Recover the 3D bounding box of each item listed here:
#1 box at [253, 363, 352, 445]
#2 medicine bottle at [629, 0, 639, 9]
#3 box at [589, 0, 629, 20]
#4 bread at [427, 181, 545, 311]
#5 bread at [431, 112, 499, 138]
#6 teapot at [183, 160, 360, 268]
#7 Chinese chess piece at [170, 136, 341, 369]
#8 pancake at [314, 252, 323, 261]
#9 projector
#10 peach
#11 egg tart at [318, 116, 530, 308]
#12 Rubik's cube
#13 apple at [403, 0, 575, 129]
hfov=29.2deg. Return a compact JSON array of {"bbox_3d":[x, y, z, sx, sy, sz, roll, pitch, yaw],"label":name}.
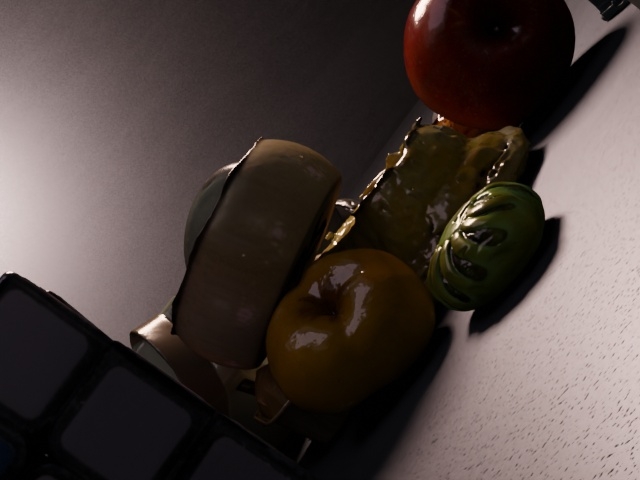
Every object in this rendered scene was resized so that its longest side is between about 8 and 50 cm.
[{"bbox_3d":[-0.023,0.166,1.346,0.111,0.111,0.177,-53,3,-11],"label":"box"},{"bbox_3d":[0.340,-0.309,1.324,0.055,0.118,0.074,-53,5,-33],"label":"medicine bottle"},{"bbox_3d":[0.384,-0.342,1.586,0.099,0.054,0.074,-54,2,-16],"label":"box"},{"bbox_3d":[0.148,0.001,1.100,0.130,0.071,0.139,-55,1,44],"label":"bread"},{"bbox_3d":[0.228,-0.181,1.798,0.139,0.095,0.269,-49,-10,10],"label":"bread"},{"bbox_3d":[-0.012,-0.015,1.821,0.285,0.223,0.305,11,-47,-45],"label":"teapot"},{"bbox_3d":[-0.068,0.015,1.345,0.257,0.104,0.257,24,-90,-86],"label":"Chinese chess piece"},{"bbox_3d":[-0.019,0.085,1.687,0.282,0.049,0.282,-24,-17,-8],"label":"pancake"},{"bbox_3d":[-0.142,0.188,1.513,0.177,0.163,0.242,-52,-35,6],"label":"projector"},{"bbox_3d":[0.024,0.087,1.205,0.179,0.103,0.179,-23,39,20],"label":"peach"},{"bbox_3d":[0.101,-0.018,1.424,0.345,0.132,0.345,-54,2,3],"label":"egg tart"},{"bbox_3d":[-0.248,0.273,1.187,0.363,0.362,0.359,-51,1,-10],"label":"Rubik's cube"},{"bbox_3d":[0.214,-0.249,1.574,0.218,0.218,0.201,-52,-1,1],"label":"apple"}]
